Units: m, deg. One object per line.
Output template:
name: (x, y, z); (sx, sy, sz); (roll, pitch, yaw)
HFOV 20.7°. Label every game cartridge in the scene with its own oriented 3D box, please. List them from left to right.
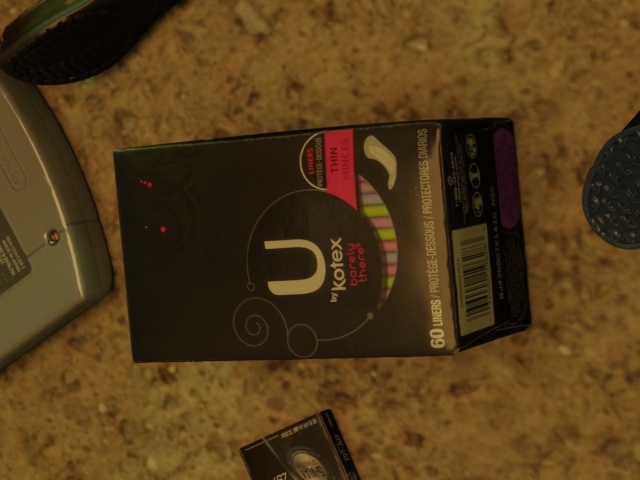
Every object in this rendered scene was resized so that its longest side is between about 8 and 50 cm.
game cartridge: (-0.301, -0.044, 1.492); (0.196, 0.060, 0.294); (-34, 79, 29)

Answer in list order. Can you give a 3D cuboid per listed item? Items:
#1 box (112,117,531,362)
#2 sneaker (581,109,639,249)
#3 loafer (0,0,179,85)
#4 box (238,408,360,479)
box: (0.000, 0.000, 1.288); (0.270, 0.143, 0.165); (-4, 92, 28)
sneaker: (0.266, -0.086, 1.185); (0.081, 0.090, 0.232); (47, 135, 14)
loafer: (-0.170, -0.204, 1.404); (0.220, 0.080, 0.078); (-32, 57, 17)
box: (-0.016, 0.179, 1.384); (0.083, 0.018, 0.067); (-26, 82, 27)
